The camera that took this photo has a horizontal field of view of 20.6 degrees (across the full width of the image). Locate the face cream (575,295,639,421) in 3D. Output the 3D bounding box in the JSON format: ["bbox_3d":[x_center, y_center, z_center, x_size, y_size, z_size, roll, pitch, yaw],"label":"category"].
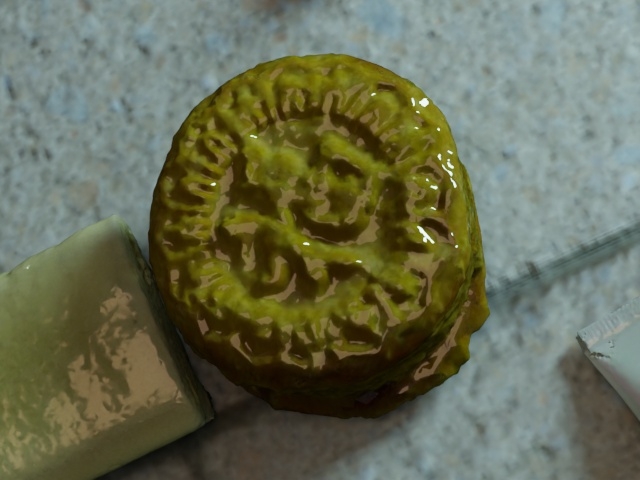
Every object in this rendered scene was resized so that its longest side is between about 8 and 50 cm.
[{"bbox_3d":[0.224,0.125,0.889,0.092,0.058,0.244,-32,65,11],"label":"face cream"}]

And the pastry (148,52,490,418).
[{"bbox_3d":[0.000,0.000,0.947,0.188,0.103,0.189,-3,77,14],"label":"pastry"}]

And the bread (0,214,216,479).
[{"bbox_3d":[-0.162,0.082,0.990,0.178,0.060,0.139,-25,73,7],"label":"bread"}]
